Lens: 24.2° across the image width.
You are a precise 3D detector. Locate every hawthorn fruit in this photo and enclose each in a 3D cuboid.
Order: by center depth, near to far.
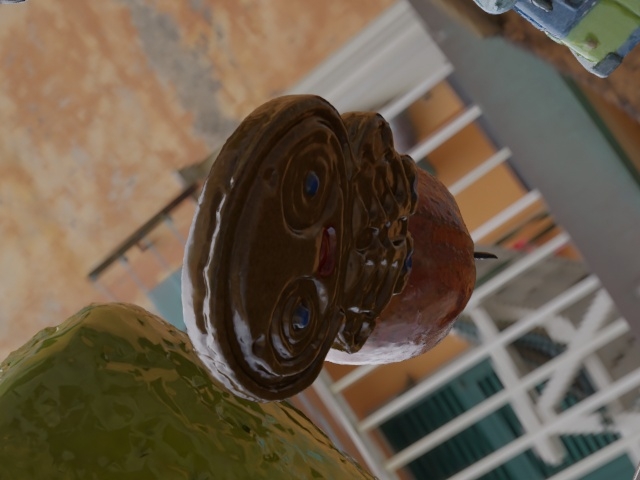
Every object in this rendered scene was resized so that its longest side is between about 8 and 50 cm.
[{"bbox_3d":[0.089,0.021,1.756,0.300,0.254,0.254,-2,-123,-24],"label":"hawthorn fruit"}]

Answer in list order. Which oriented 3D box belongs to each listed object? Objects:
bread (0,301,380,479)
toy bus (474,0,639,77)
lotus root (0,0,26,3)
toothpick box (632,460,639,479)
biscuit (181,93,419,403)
[{"bbox_3d":[-0.130,0.217,0.890,0.308,0.348,0.348,44,-149,-3],"label":"bread"},{"bbox_3d":[0.256,-0.298,1.171,0.190,0.312,0.152,20,-147,-42],"label":"toy bus"},{"bbox_3d":[-0.250,-0.189,0.743,0.078,0.329,0.167,-77,-12,-76],"label":"lotus root"},{"bbox_3d":[0.373,0.143,0.668,0.425,0.409,0.409,24,-155,19],"label":"toothpick box"},{"bbox_3d":[0.000,0.000,0.615,0.175,0.026,0.124,-17,-66,-60],"label":"biscuit"}]
